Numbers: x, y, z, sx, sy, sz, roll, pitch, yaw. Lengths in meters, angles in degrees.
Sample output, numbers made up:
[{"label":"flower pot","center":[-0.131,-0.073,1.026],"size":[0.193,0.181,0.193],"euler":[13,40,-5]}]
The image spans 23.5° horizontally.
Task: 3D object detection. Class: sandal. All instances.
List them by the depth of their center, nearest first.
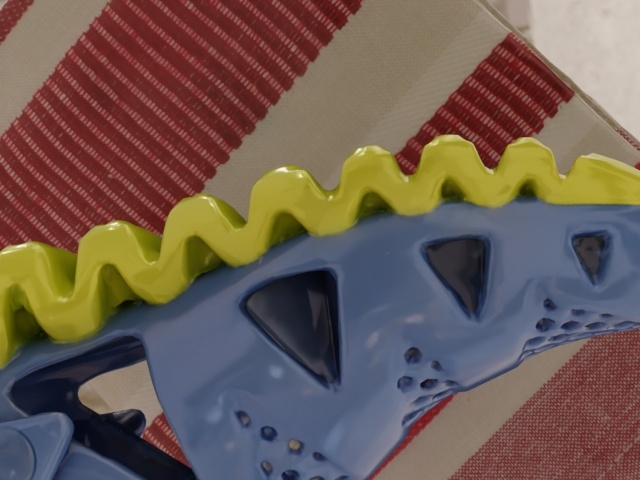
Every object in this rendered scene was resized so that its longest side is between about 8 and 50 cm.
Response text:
[{"label":"sandal","center":[-0.032,0.056,0.493],"size":[0.126,0.317,0.138],"euler":[26,-131,-74]}]

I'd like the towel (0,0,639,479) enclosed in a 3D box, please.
[{"label":"towel","center":[0.000,0.000,0.625],"size":[0.329,0.237,0.037],"euler":[45,-163,7]}]
